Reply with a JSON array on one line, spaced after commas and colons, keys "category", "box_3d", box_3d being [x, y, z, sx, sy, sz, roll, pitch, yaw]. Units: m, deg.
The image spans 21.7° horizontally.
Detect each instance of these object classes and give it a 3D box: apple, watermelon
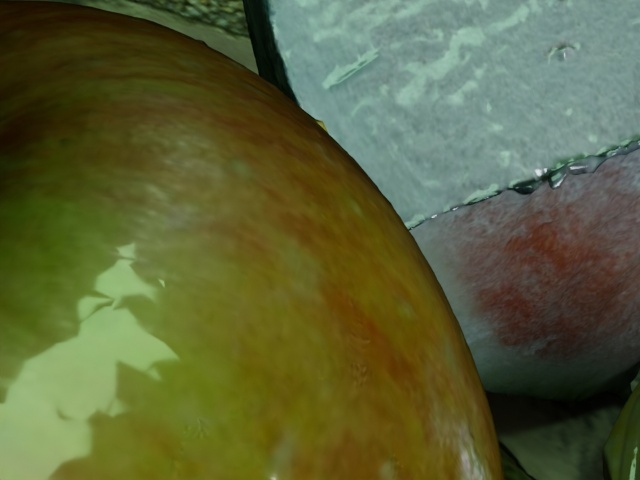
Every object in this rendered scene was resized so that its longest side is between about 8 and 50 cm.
[{"category": "apple", "box_3d": [-0.128, 0.107, 0.622, 0.400, 0.333, 0.400, -12, 38, 9]}, {"category": "watermelon", "box_3d": [0.114, -0.076, 0.807, 0.258, 0.387, 0.228, -32, 51, 18]}]

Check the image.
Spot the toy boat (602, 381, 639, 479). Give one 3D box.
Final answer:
[{"category": "toy boat", "box_3d": [0.195, 0.095, 0.854, 0.066, 0.065, 0.172, 14, 44, 31]}]

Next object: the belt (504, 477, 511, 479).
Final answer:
[{"category": "belt", "box_3d": [0.069, 0.150, 0.799, 0.059, 0.036, 0.083, 38, 50, 24]}]
